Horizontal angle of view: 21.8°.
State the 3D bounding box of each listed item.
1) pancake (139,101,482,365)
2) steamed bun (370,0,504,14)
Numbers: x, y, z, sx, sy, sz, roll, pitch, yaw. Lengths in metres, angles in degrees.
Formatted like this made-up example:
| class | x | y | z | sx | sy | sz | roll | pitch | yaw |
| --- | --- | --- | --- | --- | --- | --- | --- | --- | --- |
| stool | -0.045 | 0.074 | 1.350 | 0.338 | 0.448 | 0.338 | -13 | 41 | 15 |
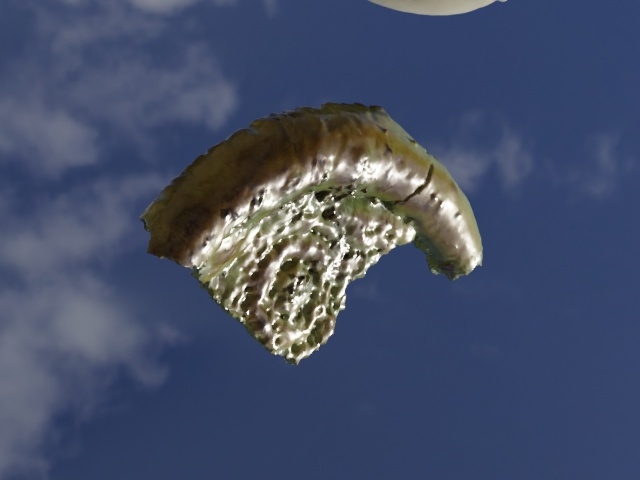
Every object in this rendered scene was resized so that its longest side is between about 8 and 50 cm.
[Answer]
| class | x | y | z | sx | sy | sz | roll | pitch | yaw |
| --- | --- | --- | --- | --- | --- | --- | --- | --- | --- |
| pancake | 0.004 | 0.001 | 1.214 | 0.054 | 0.197 | 0.376 | 22 | -160 | 39 |
| steamed bun | 0.069 | -0.299 | 1.446 | 0.164 | 0.242 | 0.146 | 0 | -110 | 19 |
